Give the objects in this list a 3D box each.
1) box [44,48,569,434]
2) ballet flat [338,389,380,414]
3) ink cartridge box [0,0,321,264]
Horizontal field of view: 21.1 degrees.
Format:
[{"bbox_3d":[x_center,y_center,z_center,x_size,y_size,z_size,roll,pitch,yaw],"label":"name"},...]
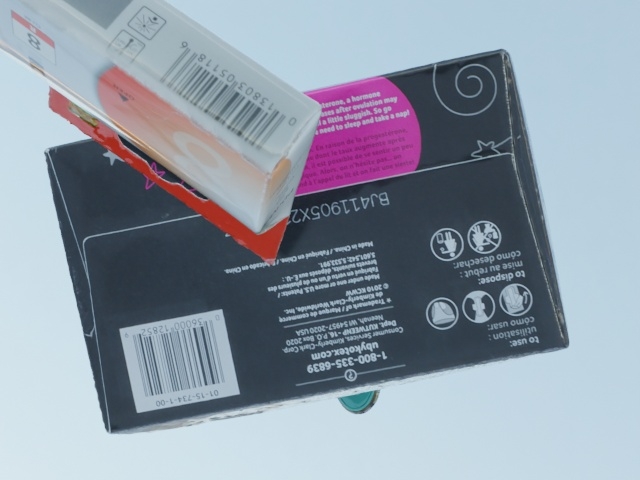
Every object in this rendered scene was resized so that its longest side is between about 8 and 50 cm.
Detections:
[{"bbox_3d":[0.000,0.000,0.939,0.247,0.163,0.142,-12,3,9],"label":"box"},{"bbox_3d":[0.022,0.058,1.128,0.041,0.114,0.041,-12,-13,-3],"label":"ballet flat"},{"bbox_3d":[-0.079,-0.048,0.768,0.145,0.045,0.179,35,-24,6],"label":"ink cartridge box"}]
